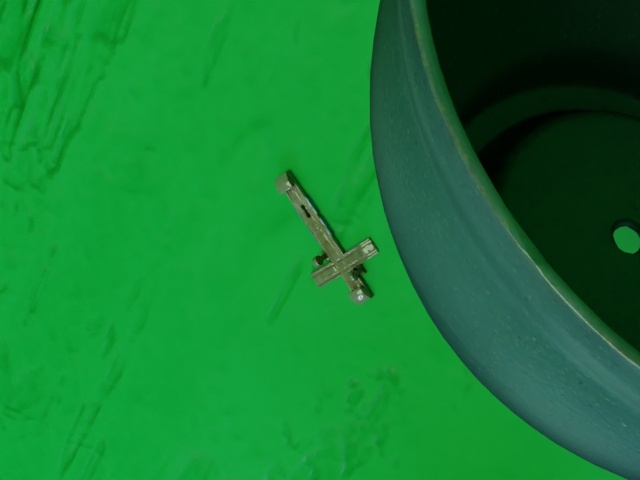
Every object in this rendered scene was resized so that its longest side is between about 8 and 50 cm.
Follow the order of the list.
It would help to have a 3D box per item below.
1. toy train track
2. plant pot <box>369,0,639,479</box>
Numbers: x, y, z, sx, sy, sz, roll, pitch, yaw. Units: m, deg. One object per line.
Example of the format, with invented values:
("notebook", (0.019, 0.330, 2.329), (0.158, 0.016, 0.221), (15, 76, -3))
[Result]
("toy train track", (0.000, 0.000, 0.753), (0.048, 0.014, 0.083), (-33, 91, 37))
("plant pot", (0.143, -0.029, 0.510), (0.293, 0.293, 0.196), (45, 153, 7))
